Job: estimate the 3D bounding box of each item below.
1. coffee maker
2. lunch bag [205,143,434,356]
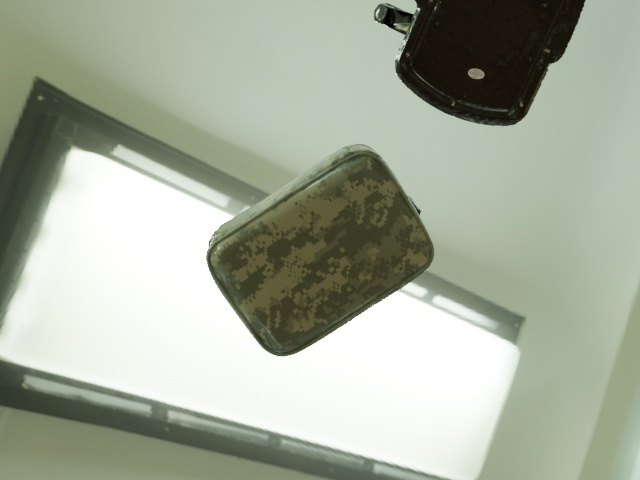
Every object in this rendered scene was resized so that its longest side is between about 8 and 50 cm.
[{"bbox_3d":[0.132,-0.170,0.670,0.171,0.178,0.120,-42,-85,14],"label":"coffee maker"},{"bbox_3d":[0.000,0.000,1.365,0.305,0.256,0.212,-34,-79,2],"label":"lunch bag"}]
